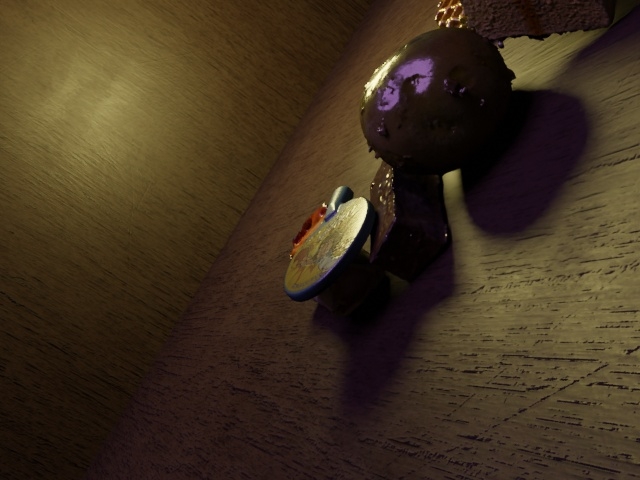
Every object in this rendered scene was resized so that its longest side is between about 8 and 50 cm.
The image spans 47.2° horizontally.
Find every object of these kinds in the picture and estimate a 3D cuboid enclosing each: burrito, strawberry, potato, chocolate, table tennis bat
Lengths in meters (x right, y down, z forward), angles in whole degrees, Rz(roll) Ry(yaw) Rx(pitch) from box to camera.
[{"bbox_3d":[0.022,0.059,1.438,0.143,0.105,0.299,-60,16,-2],"label":"burrito"},{"bbox_3d":[0.002,-0.001,1.667,0.192,0.085,0.140,-55,21,26],"label":"strawberry"},{"bbox_3d":[0.207,-0.263,1.301,0.269,0.219,0.359,-27,19,23],"label":"potato"},{"bbox_3d":[0.146,-0.057,1.305,0.112,0.112,0.321,-59,12,29],"label":"chocolate"},{"bbox_3d":[0.021,-0.009,1.334,0.215,0.044,0.329,-40,18,28],"label":"table tennis bat"}]

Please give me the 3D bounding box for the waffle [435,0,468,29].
[{"bbox_3d":[0.349,-0.556,1.633,0.238,0.058,0.243,-44,25,32],"label":"waffle"}]

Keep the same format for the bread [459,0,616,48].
[{"bbox_3d":[0.341,-0.422,1.173,0.266,0.141,0.178,9,88,46],"label":"bread"}]
